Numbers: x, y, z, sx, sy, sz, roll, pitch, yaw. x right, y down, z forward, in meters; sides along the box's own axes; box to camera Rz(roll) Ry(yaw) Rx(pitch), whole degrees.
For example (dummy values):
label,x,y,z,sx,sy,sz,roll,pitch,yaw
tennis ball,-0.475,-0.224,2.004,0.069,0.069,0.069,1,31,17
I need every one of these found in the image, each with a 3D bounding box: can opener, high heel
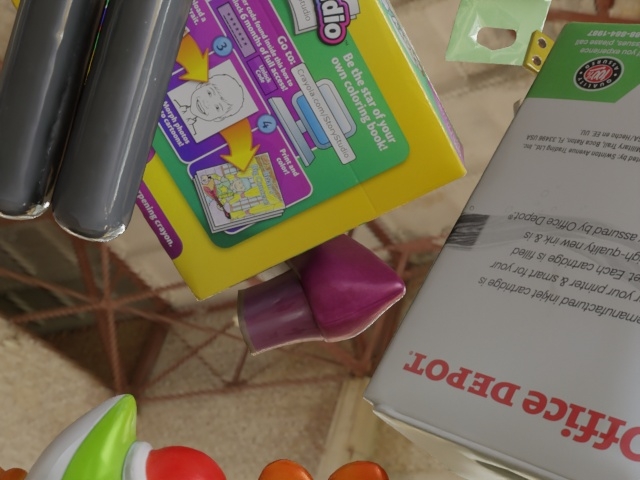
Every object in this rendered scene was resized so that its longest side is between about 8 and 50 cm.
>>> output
label,x,y,z,sx,sy,sz,roll,pitch,yaw
can opener,-0.081,-0.140,0.512,0.076,0.284,0.095,15,-3,6
high heel,0.000,0.000,1.312,0.181,0.377,0.127,-17,-56,7

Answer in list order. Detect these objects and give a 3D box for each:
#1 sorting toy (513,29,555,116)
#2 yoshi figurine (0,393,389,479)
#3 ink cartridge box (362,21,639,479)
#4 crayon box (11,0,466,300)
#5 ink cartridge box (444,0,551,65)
label,x,y,z,sx,sy,sz,roll,pitch,yaw
sorting toy,0.243,-0.072,1.109,0.132,0.275,0.046,7,-18,-28
yoshi figurine,-0.076,0.236,0.652,0.362,0.204,0.203,7,-43,4
ink cartridge box,0.189,0.023,0.645,0.211,0.289,0.121,15,-22,45
crayon box,-0.073,-0.166,1.106,0.313,0.106,0.363,-26,-73,12
ink cartridge box,0.248,-0.318,1.314,0.171,0.235,0.056,-4,24,-40
